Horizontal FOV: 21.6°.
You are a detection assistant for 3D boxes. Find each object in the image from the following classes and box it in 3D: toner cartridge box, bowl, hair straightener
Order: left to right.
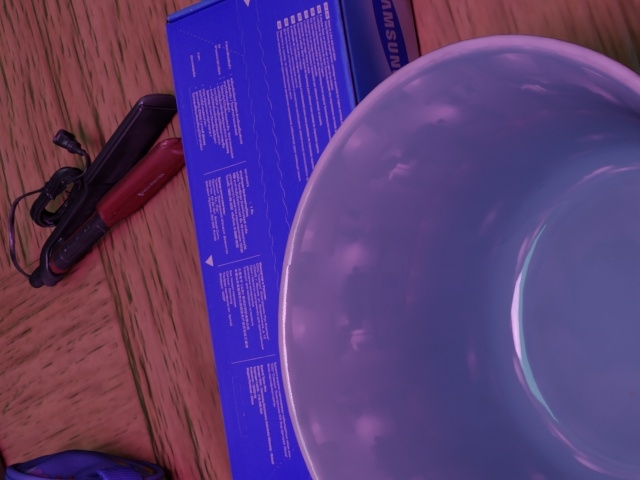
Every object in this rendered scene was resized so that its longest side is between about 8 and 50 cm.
[{"bbox_3d":[-0.178,-0.042,1.296,0.230,0.047,0.089,-45,62,39],"label":"hair straightener"},{"bbox_3d":[0.000,0.000,1.103,0.165,0.075,0.347,-14,82,41],"label":"toner cartridge box"},{"bbox_3d":[0.141,0.048,0.915,0.312,0.163,0.311,1,92,42],"label":"bowl"}]

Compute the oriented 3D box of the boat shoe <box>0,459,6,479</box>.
[{"bbox_3d":[-0.282,0.306,1.362,0.104,0.111,0.307,-42,54,39],"label":"boat shoe"}]

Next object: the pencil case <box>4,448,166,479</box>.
[{"bbox_3d":[-0.165,0.308,1.234,0.133,0.119,0.306,-5,88,45],"label":"pencil case"}]
